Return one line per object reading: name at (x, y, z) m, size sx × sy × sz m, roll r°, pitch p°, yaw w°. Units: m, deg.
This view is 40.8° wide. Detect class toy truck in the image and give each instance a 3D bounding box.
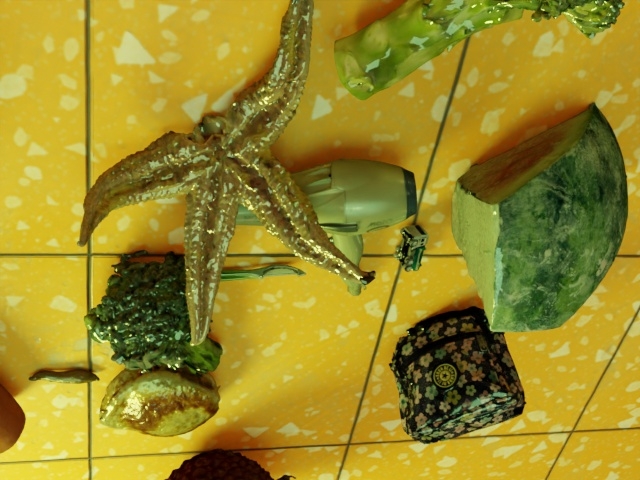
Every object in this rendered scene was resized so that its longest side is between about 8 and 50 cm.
toy truck at (0.148, 0.012, 1.382) m, size 0.044 × 0.039 × 0.083 m, roll -14°, pitch 136°, yaw -25°

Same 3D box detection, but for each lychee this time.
lychee at (-0.176, 0.516, 1.593) m, size 0.300 × 0.264 × 0.264 m, roll -21°, pitch 137°, yaw -29°

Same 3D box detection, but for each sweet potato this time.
sweet potato at (-0.426, 0.226, 1.433) m, size 0.115 × 0.026 × 0.026 m, roll 5°, pitch 129°, yaw -15°

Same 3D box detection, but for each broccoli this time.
broccoli at (0.173, -0.303, 1.031) m, size 0.361 × 0.221 × 0.252 m, roll -23°, pitch 167°, yaw 6°
broccoli at (-0.260, 0.147, 1.336) m, size 0.198 × 0.177 × 0.275 m, roll -7°, pitch 148°, yaw -5°

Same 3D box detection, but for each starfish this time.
starfish at (-0.120, -0.070, 1.140) m, size 0.398 × 0.132 × 0.384 m, roll -25°, pitch 100°, yaw -2°

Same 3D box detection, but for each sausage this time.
sausage at (-0.569, 0.233, 1.344) m, size 0.113 × 0.114 × 0.259 m, roll -22°, pitch 133°, yaw 5°

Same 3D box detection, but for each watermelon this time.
watermelon at (0.302, -0.036, 1.290) m, size 0.387 × 0.258 × 0.228 m, roll -48°, pitch 120°, yaw -28°

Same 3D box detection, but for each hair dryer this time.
hair dryer at (-0.030, -0.017, 1.286) m, size 0.295 × 0.119 × 0.298 m, roll 9°, pitch 140°, yaw -13°

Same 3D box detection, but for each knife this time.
knife at (-0.114, 0.052, 1.361) m, size 0.184 × 0.026 × 0.022 m, roll -3°, pitch 124°, yaw -7°

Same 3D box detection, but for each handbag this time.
handbag at (0.229, 0.225, 1.477) m, size 0.228 × 0.208 × 0.127 m, roll -24°, pitch 146°, yaw 15°

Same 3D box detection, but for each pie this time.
pie at (-0.273, 0.279, 1.475) m, size 0.205 × 0.084 × 0.179 m, roll 23°, pitch 121°, yaw -33°
